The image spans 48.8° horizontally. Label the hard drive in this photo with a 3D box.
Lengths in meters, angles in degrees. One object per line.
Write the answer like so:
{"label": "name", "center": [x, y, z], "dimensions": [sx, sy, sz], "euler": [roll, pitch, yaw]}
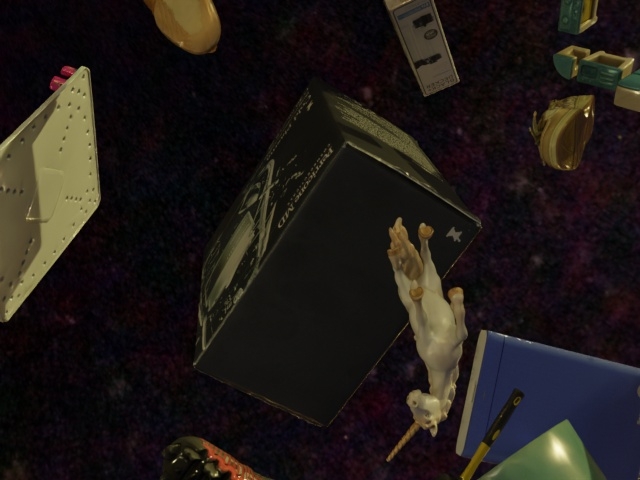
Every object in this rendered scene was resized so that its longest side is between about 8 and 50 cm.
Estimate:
{"label": "hard drive", "center": [0.403, 0.291, 1.197], "dimensions": [0.318, 0.040, 0.210], "euler": [15, 83, -9]}

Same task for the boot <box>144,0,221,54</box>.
{"label": "boot", "center": [-0.231, -0.394, 1.276], "dimensions": [0.104, 0.295, 0.211], "euler": [-40, 156, 3]}

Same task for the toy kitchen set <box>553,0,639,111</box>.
{"label": "toy kitchen set", "center": [0.503, -0.343, 1.223], "dimensions": [0.122, 0.207, 0.166], "euler": [-31, 132, -33]}

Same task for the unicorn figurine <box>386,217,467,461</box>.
{"label": "unicorn figurine", "center": [0.079, 0.064, 0.525], "dimensions": [0.060, 0.162, 0.111], "euler": [-1, 132, 12]}

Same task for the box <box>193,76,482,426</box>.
{"label": "box", "center": [0.000, 0.000, 1.372], "dimensions": [0.297, 0.472, 0.480], "euler": [28, 108, -20]}

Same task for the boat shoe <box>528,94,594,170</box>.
{"label": "boat shoe", "center": [0.424, -0.194, 1.258], "dimensions": [0.285, 0.089, 0.105], "euler": [-35, 128, -55]}

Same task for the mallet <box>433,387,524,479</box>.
{"label": "mallet", "center": [0.216, 0.281, 0.964], "dimensions": [0.062, 0.039, 0.190], "euler": [32, 82, -21]}

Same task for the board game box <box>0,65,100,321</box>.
{"label": "board game box", "center": [-0.567, -0.096, 1.405], "dimensions": [0.050, 0.390, 0.390], "euler": [19, 137, 5]}

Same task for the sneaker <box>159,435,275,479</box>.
{"label": "sneaker", "center": [-0.070, 0.329, 0.838], "dimensions": [0.098, 0.276, 0.135], "euler": [-51, 173, 17]}

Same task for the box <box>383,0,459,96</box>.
{"label": "box", "center": [0.202, -0.462, 1.506], "dimensions": [0.087, 0.169, 0.290], "euler": [-24, 149, 12]}

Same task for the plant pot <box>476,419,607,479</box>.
{"label": "plant pot", "center": [0.215, 0.368, 0.724], "dimensions": [0.293, 0.235, 0.293], "euler": [-29, 154, -16]}
